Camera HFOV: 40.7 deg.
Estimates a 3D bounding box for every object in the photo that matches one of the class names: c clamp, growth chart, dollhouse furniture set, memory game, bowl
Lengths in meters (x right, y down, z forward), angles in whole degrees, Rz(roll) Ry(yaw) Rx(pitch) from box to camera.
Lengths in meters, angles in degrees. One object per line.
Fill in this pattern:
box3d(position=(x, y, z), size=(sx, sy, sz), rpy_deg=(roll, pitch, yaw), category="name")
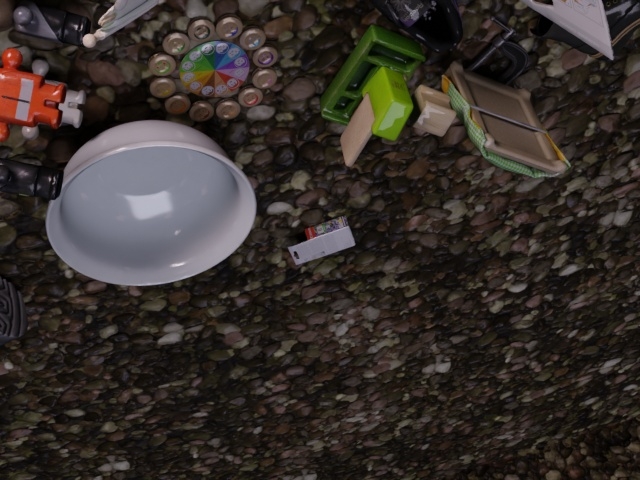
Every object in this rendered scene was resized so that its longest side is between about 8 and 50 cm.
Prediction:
box3d(position=(0.247, -0.263, 1.318), size=(0.137, 0.022, 0.161), rpy_deg=(12, 132, -41), category="c clamp")
box3d(position=(-0.175, -0.329, 0.969), size=(0.021, 0.172, 0.237), rpy_deg=(40, 132, -1), category="growth chart")
box3d(position=(0.174, -0.153, 1.245), size=(0.301, 0.198, 0.151), rpy_deg=(15, 131, -25), category="dollhouse furniture set")
box3d(position=(-0.147, -0.233, 1.197), size=(0.186, 0.012, 0.186), rpy_deg=(-12, 142, -9), category="memory game")
box3d(position=(-0.248, -0.075, 1.255), size=(0.297, 0.134, 0.298), rpy_deg=(-11, 142, -8), category="bowl")

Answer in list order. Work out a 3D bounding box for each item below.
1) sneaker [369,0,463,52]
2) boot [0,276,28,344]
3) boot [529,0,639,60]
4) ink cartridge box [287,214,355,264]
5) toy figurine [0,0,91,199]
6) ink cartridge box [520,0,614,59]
box3d(position=(0.091, -0.336, 1.072), size=(0.107, 0.124, 0.283), rpy_deg=(-39, 138, 25), category="sneaker")
box3d(position=(-0.751, 0.144, 1.339), size=(0.445, 0.146, 0.367), rpy_deg=(-23, 141, 14), category="boot")
box3d(position=(0.407, -0.348, 1.233), size=(0.136, 0.077, 0.198), rpy_deg=(8, 135, -23), category="boot")
box3d(position=(0.000, 0.000, 1.538), size=(0.115, 0.029, 0.063), rpy_deg=(-19, 143, 3), category="ink cartridge box")
box3d(position=(-0.368, -0.173, 1.027), size=(0.148, 0.210, 0.213), rpy_deg=(11, 143, -10), category="toy figurine")
box3d(position=(0.243, -0.359, 0.980), size=(0.060, 0.275, 0.239), rpy_deg=(-40, 141, 1), category="ink cartridge box")
